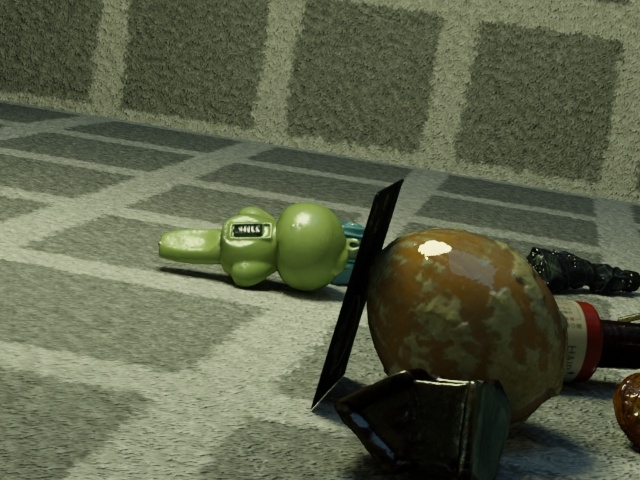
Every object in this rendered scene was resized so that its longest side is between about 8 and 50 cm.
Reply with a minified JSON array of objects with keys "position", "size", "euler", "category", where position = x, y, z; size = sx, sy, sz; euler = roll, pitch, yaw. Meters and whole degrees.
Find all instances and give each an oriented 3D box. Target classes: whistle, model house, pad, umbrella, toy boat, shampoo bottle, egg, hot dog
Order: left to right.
[{"position":[-0.086,0.018,2.062],"size":[0.294,0.141,0.141],"euler":[-7,6,15],"category":"whistle"},{"position":[0.000,0.000,2.228],"size":[0.109,0.098,0.238],"euler":[6,9,-31],"category":"toy boat"},{"position":[0.042,0.055,1.516],"size":[0.006,0.246,0.170],"euler":[19,11,11],"category":"pad"},{"position":[0.097,0.177,1.326],"size":[0.152,0.106,0.165],"euler":[6,-7,20],"category":"model house"},{"position":[0.154,0.093,1.480],"size":[0.245,0.203,0.203],"euler":[46,22,14],"category":"egg"},{"position":[0.280,0.123,1.727],"size":[0.278,0.104,0.104],"euler":[5,10,-15],"category":"shampoo bottle"},{"position":[0.454,0.059,2.378],"size":[0.224,0.080,0.071],"euler":[7,-25,-26],"category":"umbrella"},{"position":[0.387,0.200,1.501],"size":[0.147,0.065,0.099],"euler":[30,21,37],"category":"hot dog"}]

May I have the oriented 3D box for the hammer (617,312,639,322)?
[{"position":[0.602,0.089,2.122],"size":[0.292,0.058,0.029],"euler":[-14,-5,9],"category":"hammer"}]
